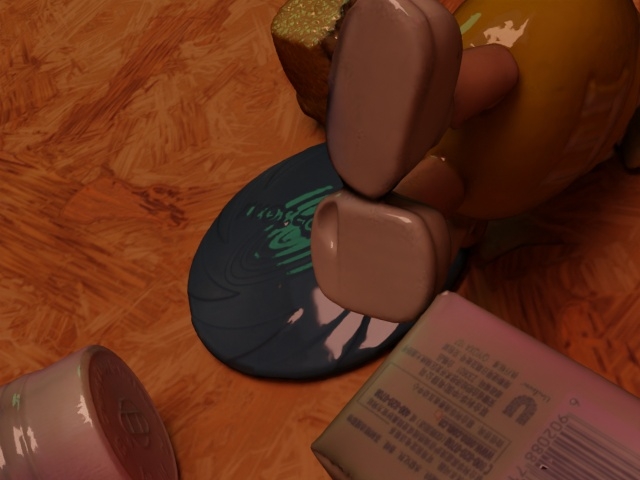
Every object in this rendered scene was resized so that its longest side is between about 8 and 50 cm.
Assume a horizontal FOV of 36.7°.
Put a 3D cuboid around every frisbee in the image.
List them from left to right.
[{"bbox_3d":[-0.001,-0.004,0.889,0.289,0.049,0.289,-16,45,16],"label":"frisbee"}]

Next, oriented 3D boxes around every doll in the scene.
[{"bbox_3d":[0.134,-0.116,0.699,0.161,0.348,0.423,33,66,20],"label":"doll"}]

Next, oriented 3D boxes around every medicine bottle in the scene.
[{"bbox_3d":[-0.257,0.202,0.767,0.254,0.152,0.152,-28,43,5],"label":"medicine bottle"}]

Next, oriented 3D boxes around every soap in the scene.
[{"bbox_3d":[0.126,0.161,0.566,0.138,0.182,0.199,-46,45,-13],"label":"soap"}]

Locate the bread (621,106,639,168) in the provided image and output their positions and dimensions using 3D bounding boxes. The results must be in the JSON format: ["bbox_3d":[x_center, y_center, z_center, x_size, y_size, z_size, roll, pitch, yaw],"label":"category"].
[{"bbox_3d":[0.398,-0.148,0.806,0.264,0.163,0.168,-41,30,45],"label":"bread"}]

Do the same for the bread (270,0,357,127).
[{"bbox_3d":[0.023,-0.206,1.007,0.134,0.129,0.260,-18,35,34],"label":"bread"}]
